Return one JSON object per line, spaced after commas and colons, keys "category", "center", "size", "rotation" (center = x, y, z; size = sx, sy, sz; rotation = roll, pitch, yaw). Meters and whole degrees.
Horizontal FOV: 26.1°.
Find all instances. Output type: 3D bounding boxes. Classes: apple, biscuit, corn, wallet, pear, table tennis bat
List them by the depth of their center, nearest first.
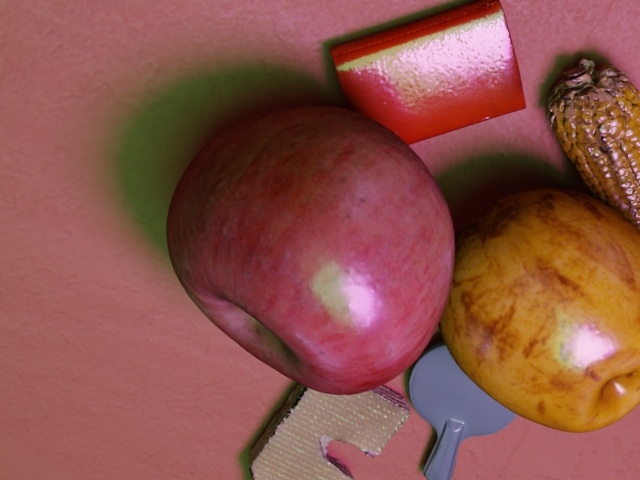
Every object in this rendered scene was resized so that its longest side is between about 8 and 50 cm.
{"category": "apple", "center": [0.000, 0.000, 1.524], "size": [0.345, 0.344, 0.269], "rotation": [48, 69, -24]}
{"category": "pear", "center": [0.271, 0.077, 1.575], "size": [0.280, 0.281, 0.281], "rotation": [-2, 117, -4]}
{"category": "wallet", "center": [0.125, -0.186, 1.590], "size": [0.204, 0.045, 0.142], "rotation": [-18, 116, 4]}
{"category": "corn", "center": [0.369, -0.073, 1.635], "size": [0.115, 0.115, 0.318], "rotation": [-29, 116, 10]}
{"category": "table tennis bat", "center": [0.180, 0.223, 1.793], "size": [0.149, 0.038, 0.237], "rotation": [14, 122, 2]}
{"category": "biscuit", "center": [-0.003, 0.275, 1.814], "size": [0.147, 0.046, 0.250], "rotation": [27, 111, -18]}
